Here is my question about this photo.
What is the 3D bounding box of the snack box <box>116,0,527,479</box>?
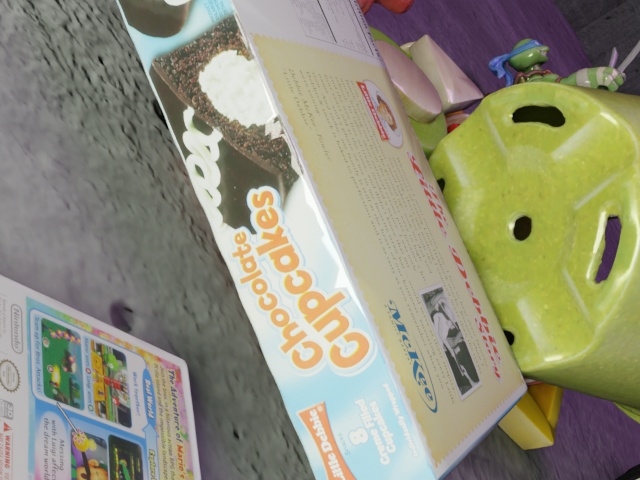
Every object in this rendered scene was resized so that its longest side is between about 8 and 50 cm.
[{"bbox_3d":[0.002,-0.039,0.509,0.187,0.060,0.322,-9,75,-66],"label":"snack box"}]

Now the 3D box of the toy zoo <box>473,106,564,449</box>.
[{"bbox_3d":[0.154,0.034,0.805,0.192,0.030,0.293,53,39,-23],"label":"toy zoo"}]

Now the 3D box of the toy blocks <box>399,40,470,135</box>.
[{"bbox_3d":[0.123,-0.111,0.963,0.123,0.054,0.148,37,32,-43],"label":"toy blocks"}]

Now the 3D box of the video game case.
[{"bbox_3d":[-0.091,0.088,0.330,0.143,0.019,0.157,35,32,-45],"label":"video game case"}]

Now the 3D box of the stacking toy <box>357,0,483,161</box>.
[{"bbox_3d":[0.064,-0.222,0.804,0.279,0.130,0.309,53,32,-3],"label":"stacking toy"}]

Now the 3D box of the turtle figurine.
[{"bbox_3d":[0.376,-0.159,1.313,0.275,0.198,0.266,-9,87,-23],"label":"turtle figurine"}]

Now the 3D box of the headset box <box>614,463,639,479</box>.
[{"bbox_3d":[0.354,0.304,0.839,0.283,0.131,0.246,8,54,-62],"label":"headset box"}]

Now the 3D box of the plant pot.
[{"bbox_3d":[0.209,0.004,0.666,0.254,0.276,0.276,10,51,-40],"label":"plant pot"}]
